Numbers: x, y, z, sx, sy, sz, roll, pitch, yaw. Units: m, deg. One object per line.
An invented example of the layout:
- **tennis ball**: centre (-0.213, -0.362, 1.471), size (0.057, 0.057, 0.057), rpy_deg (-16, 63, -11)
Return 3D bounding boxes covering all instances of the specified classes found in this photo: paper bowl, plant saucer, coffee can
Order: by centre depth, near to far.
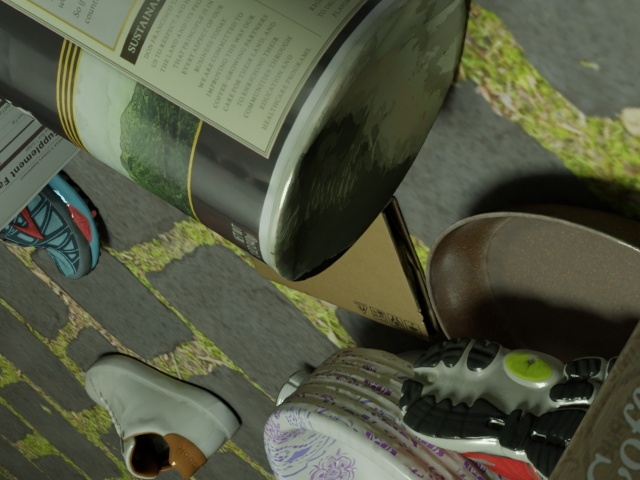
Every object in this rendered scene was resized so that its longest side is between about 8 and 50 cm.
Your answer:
- **coffee can**: centre (-0.078, -0.129, 0.823), size (0.275, 0.201, 0.201), rpy_deg (31, 153, 18)
- **plant saucer**: centre (0.216, 0.079, 0.936), size (0.310, 0.050, 0.310), rpy_deg (31, 152, 19)
- **paper bowl**: centre (0.099, 0.210, 1.169), size (0.284, 0.148, 0.284), rpy_deg (36, 151, 24)

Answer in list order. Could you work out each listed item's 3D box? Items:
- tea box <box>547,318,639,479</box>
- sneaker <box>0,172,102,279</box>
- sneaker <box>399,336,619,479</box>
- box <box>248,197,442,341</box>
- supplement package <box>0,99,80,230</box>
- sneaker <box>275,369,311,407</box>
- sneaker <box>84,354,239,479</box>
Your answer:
- **tea box**: centre (0.279, 0.113, 0.538), size (0.323, 0.329, 0.220), rpy_deg (30, 165, 19)
- **sneaker**: centre (-0.335, -0.041, 1.397), size (0.104, 0.125, 0.262), rpy_deg (12, 142, 46)
- **sneaker**: centre (0.188, 0.138, 0.935), size (0.279, 0.107, 0.118), rpy_deg (18, 166, 44)
- **box**: centre (0.000, 0.000, 1.131), size (0.201, 0.021, 0.164), rpy_deg (20, 148, 37)
- **supplement package**: centre (-0.313, -0.143, 1.114), size (0.262, 0.204, 0.145), rpy_deg (13, 144, 42)
- **sneaker**: centre (0.030, 0.229, 1.391), size (0.094, 0.081, 0.208), rpy_deg (11, 142, 42)
- **sneaker**: centre (-0.237, 0.229, 1.707), size (0.290, 0.123, 0.106), rpy_deg (9, 143, 49)
